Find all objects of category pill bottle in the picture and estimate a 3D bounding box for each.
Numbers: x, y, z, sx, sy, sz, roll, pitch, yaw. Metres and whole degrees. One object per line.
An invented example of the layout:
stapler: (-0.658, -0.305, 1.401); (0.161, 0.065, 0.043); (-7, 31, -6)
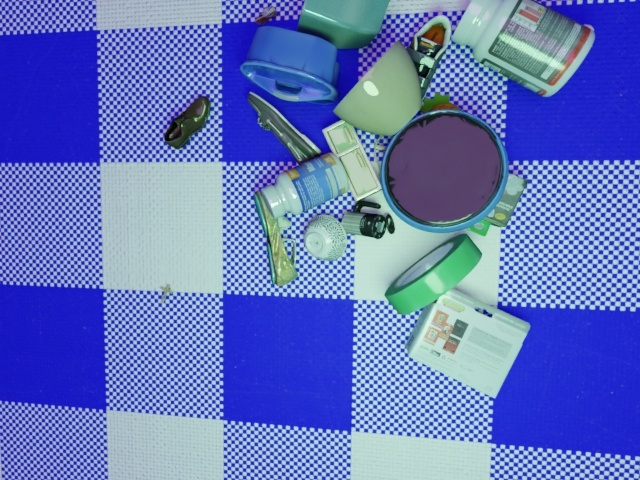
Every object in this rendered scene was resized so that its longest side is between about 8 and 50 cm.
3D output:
pill bottle: (-0.055, -0.178, 1.361); (0.272, 0.152, 0.152); (-25, 90, -11)
pill bottle: (0.609, -0.620, 1.246); (0.363, 0.210, 0.210); (31, 97, 4)

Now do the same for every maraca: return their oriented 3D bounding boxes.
maraca: (0.409, -0.412, 1.348); (0.127, 0.099, 0.185); (-23, 70, 3)

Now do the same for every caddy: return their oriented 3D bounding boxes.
caddy: (-0.093, -0.551, 1.336); (0.341, 0.241, 0.179); (16, 92, 7)

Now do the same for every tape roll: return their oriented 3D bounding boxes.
tape roll: (0.350, 0.105, 1.275); (0.321, 0.321, 0.077); (-39, 87, 9)

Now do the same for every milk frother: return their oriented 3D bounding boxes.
milk frother: (0.173, -0.057, 1.410); (0.135, 0.143, 0.129); (12, 66, 41)

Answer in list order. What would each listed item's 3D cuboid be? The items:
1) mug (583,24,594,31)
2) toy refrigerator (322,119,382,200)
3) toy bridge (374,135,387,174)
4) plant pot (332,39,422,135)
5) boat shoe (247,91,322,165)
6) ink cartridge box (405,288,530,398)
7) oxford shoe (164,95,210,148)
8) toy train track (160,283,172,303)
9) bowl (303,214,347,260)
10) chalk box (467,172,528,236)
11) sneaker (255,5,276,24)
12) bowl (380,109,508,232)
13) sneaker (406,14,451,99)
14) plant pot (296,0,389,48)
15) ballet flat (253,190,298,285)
mug: (0.837, -0.649, 1.296); (0.064, 0.078, 0.062); (-47, 54, 0)
toy refrigerator: (0.111, -0.277, 1.398); (0.102, 0.094, 0.269); (-25, 90, 9)
toy bridge: (0.221, -0.322, 1.414); (0.063, 0.026, 0.188); (10, 95, 8)
plant pot: (0.204, -0.442, 1.263); (0.191, 0.284, 0.284); (43, 99, -9)
boat shoe: (-0.146, -0.383, 1.419); (0.335, 0.112, 0.095); (41, 94, 0)
ink cartridge box: (0.490, 0.324, 1.368); (0.309, 0.130, 0.272); (26, 95, 5)
oxford shoe: (-0.483, -0.432, 1.471); (0.083, 0.096, 0.227); (39, 96, 6)
toy train track: (-0.602, 0.207, 1.573); (0.048, 0.014, 0.083); (25, 103, -2)
bowl: (0.000, 0.000, 1.407); (0.170, 0.080, 0.170); (9, 109, 29)
chalk box: (0.554, -0.122, 1.329); (0.132, 0.132, 0.213); (25, 98, 5)
sneaker: (-0.198, -0.803, 1.441); (0.083, 0.032, 0.037); (-27, 76, 4)
bowl: (0.378, -0.218, 1.263); (0.391, 0.077, 0.391); (0, 91, 17)
sneaker: (0.325, -0.581, 1.333); (0.126, 0.127, 0.321); (23, 98, 5)
plant pot: (0.083, -0.763, 1.301); (0.252, 0.247, 0.247); (18, 97, -10)
ballet flat: (-0.153, -0.014, 1.454); (0.123, 0.123, 0.348); (-12, 92, 9)
